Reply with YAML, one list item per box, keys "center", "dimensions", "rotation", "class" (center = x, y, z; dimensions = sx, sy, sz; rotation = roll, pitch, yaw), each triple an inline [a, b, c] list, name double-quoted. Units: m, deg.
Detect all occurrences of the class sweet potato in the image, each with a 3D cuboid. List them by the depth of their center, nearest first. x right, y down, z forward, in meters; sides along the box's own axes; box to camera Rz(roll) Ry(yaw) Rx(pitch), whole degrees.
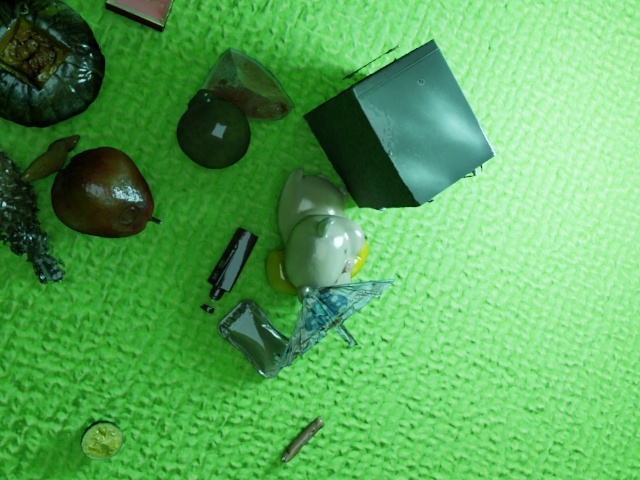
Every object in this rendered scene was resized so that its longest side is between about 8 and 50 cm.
- center: [-0.643, -0.194, 1.649]
  dimensions: [0.058, 0.055, 0.202]
  rotation: [53, 36, -22]
  class: "sweet potato"

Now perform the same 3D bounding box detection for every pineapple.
- center: [-0.727, -0.050, 1.636]
  dimensions: [0.175, 0.175, 0.361]
  rotation: [-34, 113, -12]
  class: "pineapple"

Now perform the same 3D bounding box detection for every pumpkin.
- center: [-0.666, -0.416, 1.605]
  dimensions: [0.320, 0.192, 0.321]
  rotation: [-1, 94, -17]
  class: "pumpkin"

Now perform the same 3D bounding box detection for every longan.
- center: [-0.271, -0.280, 1.732]
  dimensions: [0.184, 0.159, 0.205]
  rotation: [-13, 115, -4]
  class: "longan"

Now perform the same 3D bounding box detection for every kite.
- center: [0.030, 0.208, 1.801]
  dimensions: [0.406, 0.014, 0.368]
  rotation: [-38, 143, -3]
  class: "kite"

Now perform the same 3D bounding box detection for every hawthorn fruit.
- center: [-0.506, -0.099, 1.659]
  dimensions: [0.261, 0.224, 0.224]
  rotation: [36, 83, -27]
  class: "hawthorn fruit"

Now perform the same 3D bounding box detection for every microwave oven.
- center: [0.182, -0.261, 1.723]
  dimensions: [0.236, 0.432, 0.374]
  rotation: [-34, 100, -11]
  class: "microwave oven"

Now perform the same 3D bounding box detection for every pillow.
- center: [-0.169, 0.268, 1.855]
  dimensions: [0.130, 0.033, 0.217]
  rotation: [-43, 102, -11]
  class: "pillow"

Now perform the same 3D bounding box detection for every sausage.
- center: [-0.051, 0.551, 1.896]
  dimensions: [0.158, 0.042, 0.036]
  rotation: [-44, 61, -11]
  class: "sausage"

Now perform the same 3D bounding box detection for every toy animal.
- center: [0.021, 0.000, 1.785]
  dimensions: [0.277, 0.247, 0.345]
  rotation: [11, 89, -16]
  class: "toy animal"

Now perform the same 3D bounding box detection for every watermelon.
- center: [-0.554, 0.500, 1.742]
  dimensions: [0.105, 0.062, 0.106]
  rotation: [-5, 104, -22]
  class: "watermelon"
- center: [-0.185, -0.407, 1.797]
  dimensions: [0.231, 0.128, 0.146]
  rotation: [22, 58, -26]
  class: "watermelon"

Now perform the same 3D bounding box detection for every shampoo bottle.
- center: [-0.245, 0.081, 1.811]
  dimensions: [0.067, 0.068, 0.236]
  rotation: [29, 83, -14]
  class: "shampoo bottle"

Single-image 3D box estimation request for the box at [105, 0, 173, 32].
- center: [-0.428, -0.668, 1.726]
  dimensions: [0.153, 0.074, 0.240]
  rotation: [19, 88, -12]
  class: "box"
